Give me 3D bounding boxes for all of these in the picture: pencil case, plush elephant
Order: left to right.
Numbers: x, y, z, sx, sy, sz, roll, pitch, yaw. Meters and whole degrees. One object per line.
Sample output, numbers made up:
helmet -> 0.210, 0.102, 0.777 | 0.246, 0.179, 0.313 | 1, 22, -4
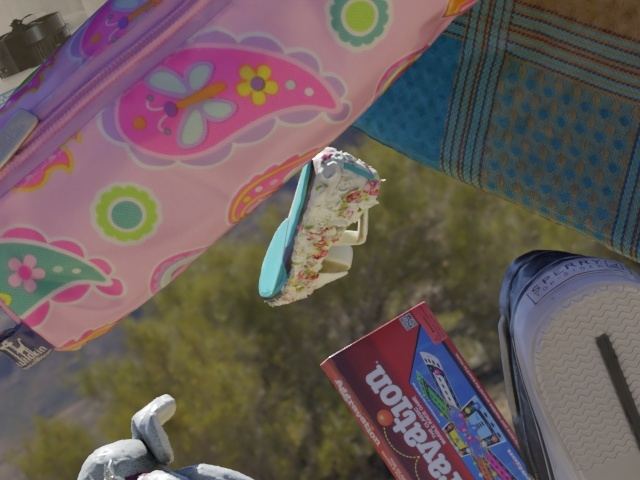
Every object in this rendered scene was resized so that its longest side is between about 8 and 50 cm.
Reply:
plush elephant -> -0.198, 0.342, 1.703 | 0.272, 0.330, 0.255 | -40, 27, -7
pencil case -> -0.060, -0.071, 0.671 | 0.284, 0.124, 0.124 | -39, 2, 7

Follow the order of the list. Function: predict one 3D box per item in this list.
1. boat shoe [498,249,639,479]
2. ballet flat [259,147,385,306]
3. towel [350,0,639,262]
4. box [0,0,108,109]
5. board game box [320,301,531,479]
boat shoe -> 0.186, 0.152, 0.808 | 0.121, 0.335, 0.119 | -16, 15, 0
ballet flat -> 0.000, 0.000, 1.319 | 0.077, 0.091, 0.241 | 11, -28, -9
towel -> 0.153, -0.152, 0.934 | 0.040, 0.271, 0.370 | -8, 27, -43
box -> -0.207, -0.205, 0.869 | 0.169, 0.087, 0.290 | -26, -37, -8
board game box -> 0.134, 0.213, 1.507 | 0.145, 0.281, 0.027 | -28, -11, -33
